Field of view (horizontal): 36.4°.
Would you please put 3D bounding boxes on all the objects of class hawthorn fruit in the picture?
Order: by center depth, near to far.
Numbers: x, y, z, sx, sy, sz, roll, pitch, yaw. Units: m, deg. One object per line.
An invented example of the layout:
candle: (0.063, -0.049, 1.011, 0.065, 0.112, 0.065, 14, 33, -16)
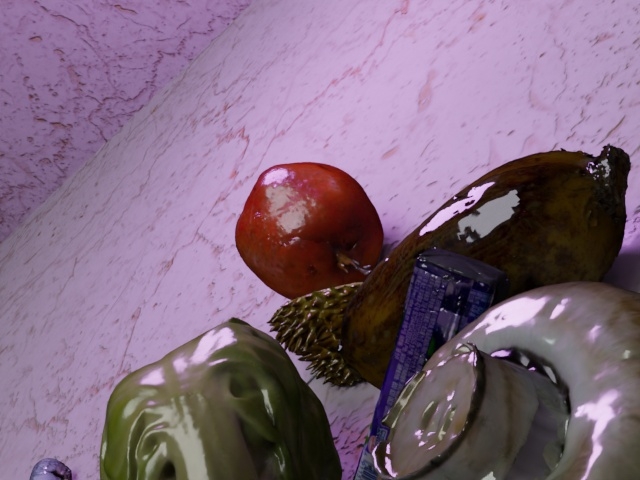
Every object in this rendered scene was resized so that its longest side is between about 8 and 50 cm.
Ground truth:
hawthorn fruit: (0.000, 0.000, 1.404, 0.211, 0.211, 0.299, -52, 36, -1)

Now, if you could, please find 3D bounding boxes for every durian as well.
durian: (0.036, 0.120, 1.325, 0.139, 0.144, 0.252, -24, -9, -47)

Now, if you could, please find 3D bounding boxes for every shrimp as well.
shrimp: (-0.486, 0.481, 1.718, 0.090, 0.079, 0.232, -44, 31, 25)

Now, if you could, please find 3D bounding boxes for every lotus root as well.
lotus root: (0.177, 0.031, 1.076, 0.397, 0.179, 0.196, -38, 17, 30)

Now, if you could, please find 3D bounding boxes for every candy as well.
candy: (0.104, 0.164, 0.991, 0.061, 0.088, 0.312, -19, -52, -61)

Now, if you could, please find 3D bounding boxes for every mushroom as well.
mushroom: (0.174, 0.193, 0.785, 0.352, 0.260, 0.352, -45, 19, 21)

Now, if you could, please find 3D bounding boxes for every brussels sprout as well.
brussels sprout: (-0.107, 0.248, 1.121, 0.247, 0.328, 0.328, -39, 29, 24)

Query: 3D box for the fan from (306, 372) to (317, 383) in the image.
fan: (-0.036, 0.226, 1.382, 0.080, 0.003, 0.060, -34, 31, 32)
